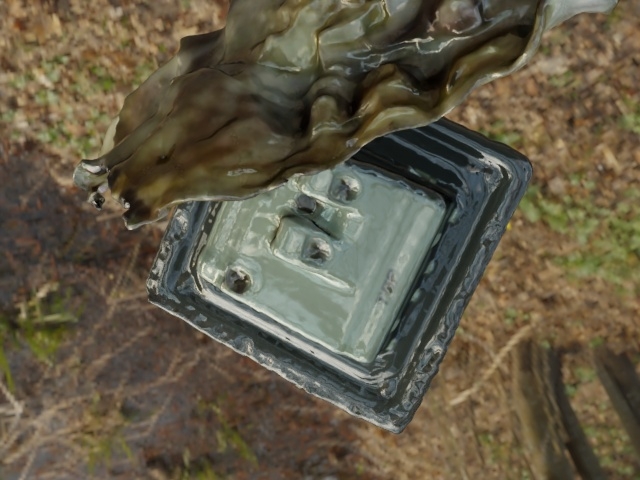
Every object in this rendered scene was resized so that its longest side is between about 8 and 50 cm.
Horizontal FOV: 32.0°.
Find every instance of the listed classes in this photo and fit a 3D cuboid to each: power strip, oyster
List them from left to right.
[{"bbox_3d":[0.001,0.001,0.868,0.251,0.092,0.257,24,108,3],"label":"power strip"},{"bbox_3d":[0.022,-0.116,0.526,0.354,0.201,0.107,-24,110,6],"label":"oyster"}]
